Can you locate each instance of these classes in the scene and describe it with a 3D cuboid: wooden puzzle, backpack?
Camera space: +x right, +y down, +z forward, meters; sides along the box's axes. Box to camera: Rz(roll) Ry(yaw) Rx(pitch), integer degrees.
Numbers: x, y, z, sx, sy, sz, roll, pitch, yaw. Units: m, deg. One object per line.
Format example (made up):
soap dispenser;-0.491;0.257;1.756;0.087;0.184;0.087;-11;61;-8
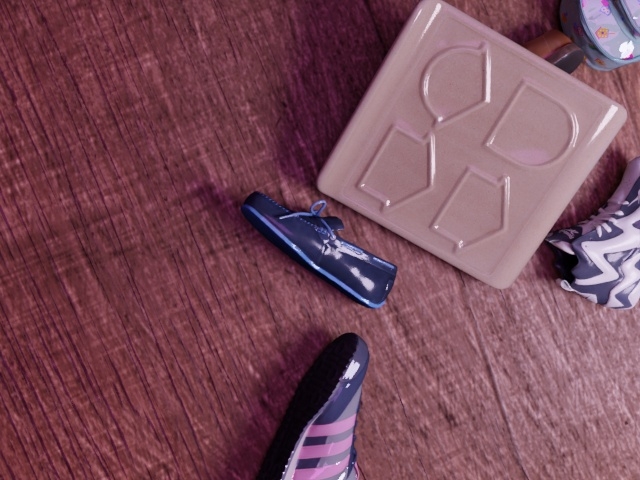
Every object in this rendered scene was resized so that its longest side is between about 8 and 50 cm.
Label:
wooden puzzle;0.213;-0.136;1.297;0.348;0.080;0.322;27;110;-9
backpack;0.459;-0.347;1.317;0.188;0.144;0.166;-31;99;-1

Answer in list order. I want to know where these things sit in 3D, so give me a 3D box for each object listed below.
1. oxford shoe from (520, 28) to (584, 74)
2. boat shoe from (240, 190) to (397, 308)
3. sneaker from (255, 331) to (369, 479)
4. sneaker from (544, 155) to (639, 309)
oxford shoe;0.288;-0.244;1.350;0.212;0.076;0.076;-32;62;1
boat shoe;0.000;0.000;1.317;0.258;0.109;0.089;37;81;-21
sneaker;0.013;0.295;1.322;0.131;0.112;0.319;26;92;-22
sneaker;0.419;-0.021;1.342;0.153;0.094;0.235;11;100;-14
